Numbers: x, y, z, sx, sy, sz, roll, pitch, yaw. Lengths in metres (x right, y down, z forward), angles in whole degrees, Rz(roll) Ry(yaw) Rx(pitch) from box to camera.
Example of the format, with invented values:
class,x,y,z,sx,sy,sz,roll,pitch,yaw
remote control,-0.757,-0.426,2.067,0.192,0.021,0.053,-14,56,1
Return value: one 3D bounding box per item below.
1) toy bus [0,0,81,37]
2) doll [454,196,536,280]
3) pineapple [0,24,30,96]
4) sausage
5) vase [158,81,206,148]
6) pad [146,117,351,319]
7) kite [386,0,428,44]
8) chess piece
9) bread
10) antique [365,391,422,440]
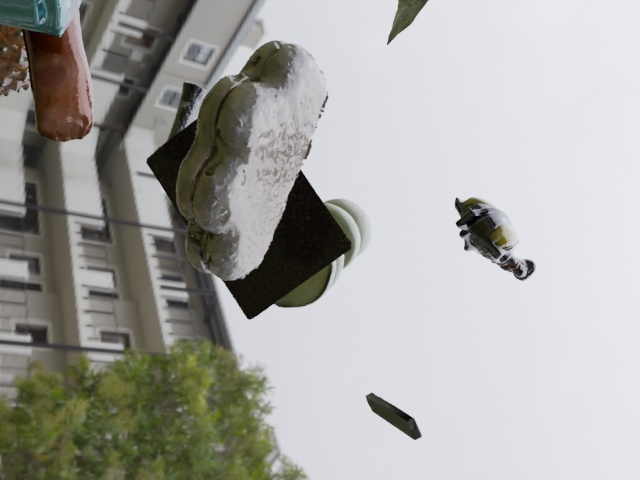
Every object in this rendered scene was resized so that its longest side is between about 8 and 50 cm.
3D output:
class,x,y,z,sx,sy,sz,roll,pitch,yaw
toy bus,-0.445,-0.371,1.054,0.128,0.256,0.146,116,-17,-60
doll,0.283,-0.006,1.299,0.127,0.249,0.088,22,-96,39
pineapple,-0.654,-0.301,1.373,0.175,0.362,0.174,159,-90,-84
sausage,-0.400,-0.288,1.186,0.083,0.089,0.299,-20,-101,59
vase,-0.311,-0.271,1.789,0.059,0.059,0.166,2,-109,59
pad,-0.122,-0.063,1.295,0.220,0.004,0.330,-35,-98,14
kite,0.180,-0.510,1.529,0.169,0.015,0.309,-47,-155,42
chess piece,0.000,0.000,1.521,0.183,0.330,0.182,6,-74,23
bread,-0.107,-0.110,1.059,0.102,0.183,0.337,22,-84,27
antique,0.104,0.254,1.159,0.031,0.015,0.192,67,-13,-6
